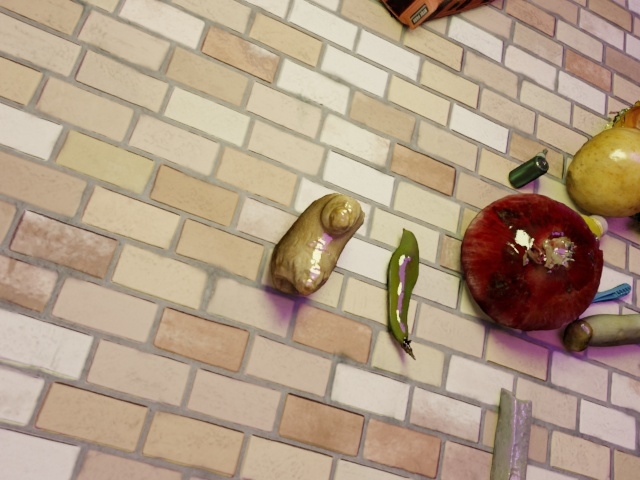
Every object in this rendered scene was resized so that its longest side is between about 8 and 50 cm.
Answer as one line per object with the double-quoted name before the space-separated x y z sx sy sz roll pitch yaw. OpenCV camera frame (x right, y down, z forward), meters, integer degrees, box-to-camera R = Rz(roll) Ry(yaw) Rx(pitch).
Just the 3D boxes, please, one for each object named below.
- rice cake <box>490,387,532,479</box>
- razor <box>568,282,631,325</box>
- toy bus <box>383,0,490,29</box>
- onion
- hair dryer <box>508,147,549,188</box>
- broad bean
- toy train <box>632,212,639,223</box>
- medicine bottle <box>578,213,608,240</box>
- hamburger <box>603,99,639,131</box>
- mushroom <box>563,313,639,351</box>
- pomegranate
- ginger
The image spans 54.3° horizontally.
"rice cake" 0.435 0.541 1.433 0.064 0.070 0.399 21 66 -20
"razor" 0.767 0.162 1.716 0.253 0.042 0.082 -16 122 -27
"toy bus" 0.362 -0.760 1.764 0.427 0.203 0.233 -26 89 -30
"onion" 0.516 0.047 1.501 0.348 0.285 0.347 0 80 -1
"hair dryer" 0.611 -0.223 1.760 0.057 0.100 0.198 52 47 -4
"broad bean" 0.195 0.123 1.478 0.075 0.067 0.325 2 72 9
"toy train" 1.049 -0.068 1.878 0.269 0.115 0.154 9 61 -20
"medicine bottle" 0.704 -0.013 1.704 0.212 0.122 0.122 -19 81 -38
"hamburger" 0.960 -0.297 1.895 0.262 0.139 0.243 -33 89 -28
"mushroom" 0.782 0.240 1.668 0.312 0.100 0.081 -1 51 -23
"pomegranate" 0.820 -0.189 1.734 0.260 0.260 0.260 7 70 -21
"ginger" 0.000 0.000 1.357 0.130 0.221 0.275 35 54 -19
